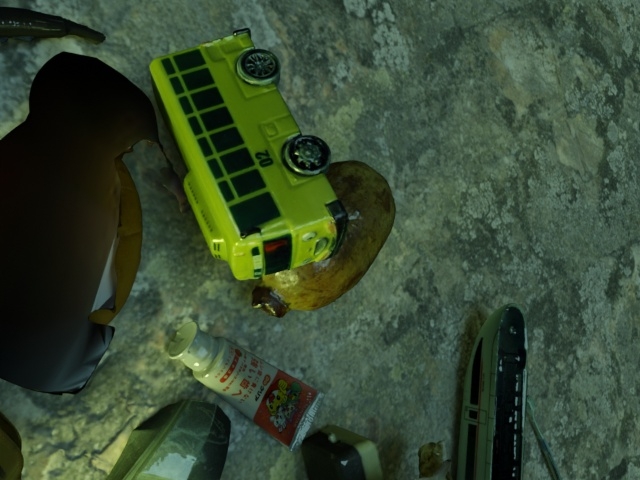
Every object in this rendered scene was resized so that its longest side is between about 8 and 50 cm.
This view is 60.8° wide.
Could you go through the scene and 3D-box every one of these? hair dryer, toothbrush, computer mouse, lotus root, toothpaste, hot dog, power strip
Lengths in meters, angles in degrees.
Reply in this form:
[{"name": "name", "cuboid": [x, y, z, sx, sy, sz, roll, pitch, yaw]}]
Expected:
[{"name": "hair dryer", "cuboid": [-0.331, -0.198, 0.578, 0.219, 0.075, 0.195, -20, 107, -39]}, {"name": "toothbrush", "cuboid": [0.421, 0.386, 1.020, 0.019, 0.016, 0.219, -31, 101, -38]}, {"name": "computer mouse", "cuboid": [-0.181, 0.292, 0.622, 0.126, 0.071, 0.231, 42, 68, -22]}, {"name": "lotus root", "cuboid": [0.000, 0.000, 0.722, 0.145, 0.128, 0.260, 43, 63, -7]}, {"name": "toothpaste", "cuboid": [-0.090, 0.186, 0.702, 0.234, 0.057, 0.089, 44, 65, -30]}, {"name": "hot dog", "cuboid": [-0.253, -0.014, 0.574, 0.194, 0.107, 0.325, 24, 69, -11]}, {"name": "power strip", "cuboid": [0.049, 0.378, 0.737, 0.070, 0.105, 0.256, -17, 96, -34]}]

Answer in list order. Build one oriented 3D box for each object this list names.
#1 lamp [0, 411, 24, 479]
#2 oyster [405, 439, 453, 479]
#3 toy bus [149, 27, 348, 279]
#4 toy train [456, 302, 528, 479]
[{"name": "lamp", "cuboid": [-0.367, 0.187, 0.469, 0.161, 0.161, 0.185, -43, 108, -27]}, {"name": "oyster", "cuboid": [0.126, 0.378, 0.647, 0.271, 0.101, 0.275, 36, 36, -53]}, {"name": "toy bus", "cuboid": [-0.084, -0.088, 0.613, 0.150, 0.128, 0.261, -22, 72, -15]}, {"name": "toy train", "cuboid": [0.278, 0.305, 0.894, 0.087, 0.088, 0.406, 12, 80, -32]}]
